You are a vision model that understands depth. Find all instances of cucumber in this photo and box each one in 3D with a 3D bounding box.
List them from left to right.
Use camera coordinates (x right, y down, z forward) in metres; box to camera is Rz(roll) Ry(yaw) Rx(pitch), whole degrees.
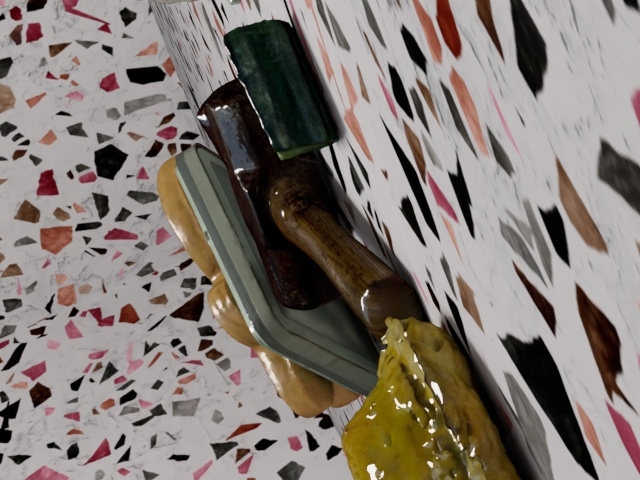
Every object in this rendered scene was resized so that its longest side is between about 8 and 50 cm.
[{"bbox_3d":[-0.033,-0.127,1.433,0.116,0.062,0.115,14,-126,-87],"label":"cucumber"}]

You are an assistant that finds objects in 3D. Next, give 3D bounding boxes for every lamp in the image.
[{"bbox_3d":[-0.041,0.034,1.866,0.266,0.047,0.269,34,-155,-56],"label":"lamp"}]

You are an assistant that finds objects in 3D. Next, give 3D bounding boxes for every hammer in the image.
[{"bbox_3d":[0.000,0.000,1.543,0.409,0.095,0.242,-129,17,-66],"label":"hammer"}]

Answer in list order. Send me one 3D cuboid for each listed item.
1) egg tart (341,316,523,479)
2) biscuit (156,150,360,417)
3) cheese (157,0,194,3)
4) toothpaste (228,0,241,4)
[{"bbox_3d":[0.094,0.199,1.286,0.295,0.116,0.295,158,90,-87],"label":"egg tart"},{"bbox_3d":[-0.070,0.045,1.951,0.355,0.052,0.275,60,-164,13],"label":"biscuit"},{"bbox_3d":[-0.173,-0.308,1.493,0.198,0.189,0.154,76,-159,-59],"label":"cheese"},{"bbox_3d":[-0.118,-0.322,1.640,0.048,0.029,0.197,116,133,-80],"label":"toothpaste"}]
